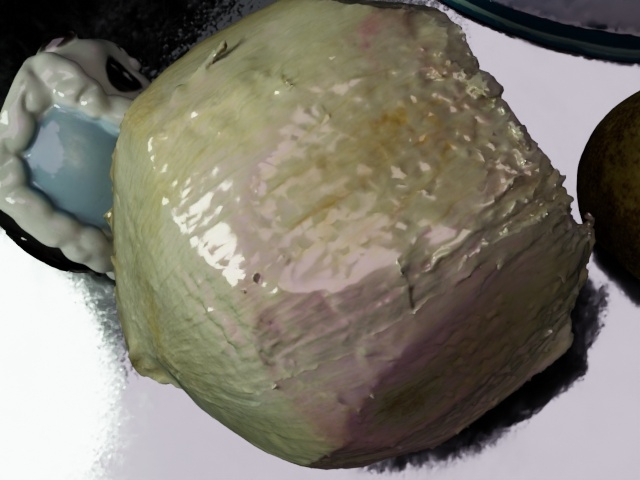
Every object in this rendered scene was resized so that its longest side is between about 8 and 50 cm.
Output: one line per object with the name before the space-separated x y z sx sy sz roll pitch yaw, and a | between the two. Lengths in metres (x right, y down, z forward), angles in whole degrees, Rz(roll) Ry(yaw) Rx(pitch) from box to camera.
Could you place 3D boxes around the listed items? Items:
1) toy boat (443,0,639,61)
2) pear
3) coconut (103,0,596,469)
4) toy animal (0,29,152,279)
toy boat | 0.235 -0.220 1.680 0.299 0.062 0.096 18 85 12
pear | 0.315 -0.051 1.572 0.197 0.197 0.197 -1 82 10
coconut | 0.000 0.000 1.533 0.404 0.404 0.405 -1 82 10
toy animal | -0.203 -0.073 1.673 0.156 0.208 0.204 24 86 2
